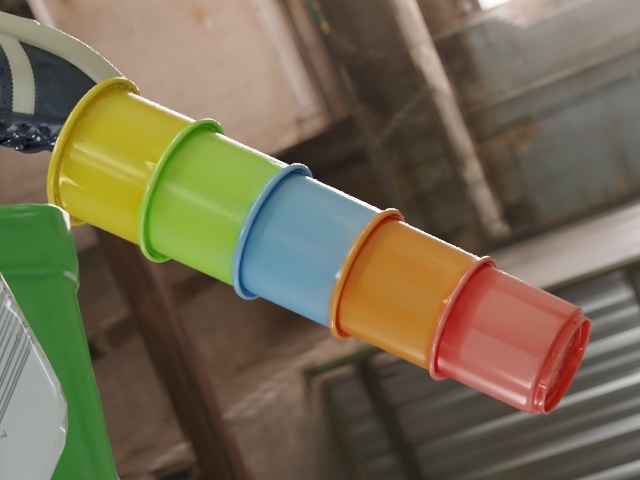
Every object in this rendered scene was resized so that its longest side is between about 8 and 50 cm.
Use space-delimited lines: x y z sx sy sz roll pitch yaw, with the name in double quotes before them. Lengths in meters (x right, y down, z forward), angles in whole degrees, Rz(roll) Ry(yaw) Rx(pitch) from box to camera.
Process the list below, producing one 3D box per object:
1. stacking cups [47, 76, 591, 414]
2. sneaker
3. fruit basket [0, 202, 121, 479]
"stacking cups" 0.000 0.000 1.012 0.096 0.316 0.096 -50 -28 -39
"sneaker" -0.277 -0.098 1.283 0.350 0.131 0.148 27 -119 -33
"fruit basket" -0.204 0.020 0.610 0.165 0.327 0.353 1 -133 -38
